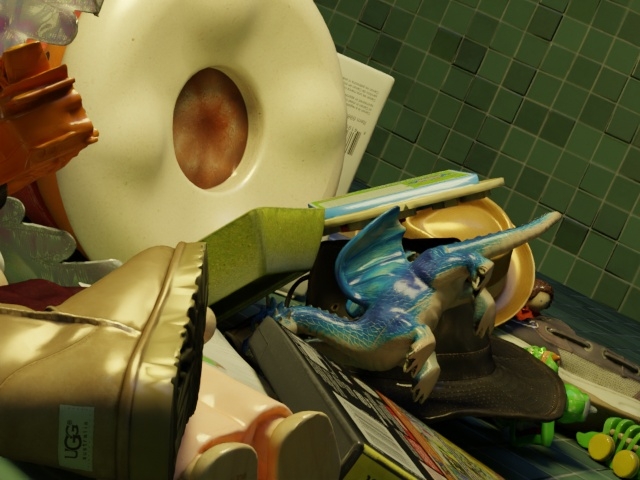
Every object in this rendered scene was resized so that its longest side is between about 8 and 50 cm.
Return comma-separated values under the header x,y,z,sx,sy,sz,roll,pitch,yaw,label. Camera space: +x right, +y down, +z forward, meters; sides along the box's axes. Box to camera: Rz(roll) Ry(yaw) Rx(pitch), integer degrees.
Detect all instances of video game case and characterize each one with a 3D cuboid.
x,y,z,sx,sy,sz,roll,pitch,yaw,label
0.077,0.167,1.120,0.248,0.035,0.275,35,3,-19,video game case

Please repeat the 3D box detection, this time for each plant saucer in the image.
x,y,z,sx,sy,sz,roll,pitch,yaw,label
-0.089,0.038,1.305,0.045,0.188,0.188,62,15,7,plant saucer

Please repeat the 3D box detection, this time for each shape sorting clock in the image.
x,y,z,sx,sy,sz,roll,pitch,yaw,label
0.066,-0.027,1.453,0.206,0.040,0.206,-13,6,1,shape sorting clock

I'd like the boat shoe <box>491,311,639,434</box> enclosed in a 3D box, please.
x,y,z,sx,sy,sz,roll,pitch,yaw,label
0.237,0.129,1.727,0.285,0.103,0.092,26,51,-18,boat shoe

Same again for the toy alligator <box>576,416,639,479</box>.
x,y,z,sx,sy,sz,roll,pitch,yaw,label
0.337,0.226,1.649,0.056,0.051,0.189,18,10,-39,toy alligator

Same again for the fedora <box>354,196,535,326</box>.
x,y,z,sx,sy,sz,roll,pitch,yaw,label
0.135,0.003,1.645,0.194,0.079,0.194,7,53,-10,fedora

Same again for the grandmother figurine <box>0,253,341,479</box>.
x,y,z,sx,sy,sz,roll,pitch,yaw,label
-0.160,0.078,0.974,0.342,0.104,0.208,27,22,37,grandmother figurine

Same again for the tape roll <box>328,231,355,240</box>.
x,y,z,sx,sy,sz,roll,pitch,yaw,label
0.000,0.000,2.090,0.392,0.072,0.392,23,7,-3,tape roll

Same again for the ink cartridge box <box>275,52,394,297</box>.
x,y,z,sx,sy,sz,roll,pitch,yaw,label
-0.069,-0.097,1.795,0.197,0.273,0.114,20,5,-30,ink cartridge box

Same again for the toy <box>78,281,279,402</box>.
x,y,z,sx,sy,sz,roll,pitch,yaw,label
-0.072,0.117,1.097,0.137,0.056,0.237,23,15,-43,toy

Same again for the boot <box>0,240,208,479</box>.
x,y,z,sx,sy,sz,roll,pitch,yaw,label
-0.196,0.044,0.809,0.269,0.089,0.236,6,13,0,boot

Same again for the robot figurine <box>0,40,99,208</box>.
x,y,z,sx,sy,sz,roll,pitch,yaw,label
-0.262,-0.039,0.947,0.211,0.085,0.291,-28,11,-36,robot figurine

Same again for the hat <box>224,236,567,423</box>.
x,y,z,sx,sy,sz,roll,pitch,yaw,label
0.075,0.059,1.440,0.331,0.134,0.331,8,11,-2,hat

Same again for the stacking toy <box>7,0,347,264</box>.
x,y,z,sx,sy,sz,roll,pitch,yaw,label
-0.245,-0.117,1.598,0.480,0.351,0.350,6,-7,42,stacking toy

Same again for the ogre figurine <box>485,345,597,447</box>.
x,y,z,sx,sy,sz,roll,pitch,yaw,label
0.187,0.152,1.576,0.118,0.097,0.197,7,-24,47,ogre figurine

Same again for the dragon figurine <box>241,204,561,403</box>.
x,y,z,sx,sy,sz,roll,pitch,yaw,label
0.064,0.034,1.301,0.144,0.289,0.085,34,-20,29,dragon figurine

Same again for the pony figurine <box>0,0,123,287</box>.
x,y,z,sx,sy,sz,roll,pitch,yaw,label
-0.325,-0.103,1.215,0.363,0.303,0.351,-3,16,-41,pony figurine

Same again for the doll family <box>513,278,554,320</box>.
x,y,z,sx,sy,sz,roll,pitch,yaw,label
0.138,0.055,1.782,0.263,0.163,0.118,20,9,-27,doll family
